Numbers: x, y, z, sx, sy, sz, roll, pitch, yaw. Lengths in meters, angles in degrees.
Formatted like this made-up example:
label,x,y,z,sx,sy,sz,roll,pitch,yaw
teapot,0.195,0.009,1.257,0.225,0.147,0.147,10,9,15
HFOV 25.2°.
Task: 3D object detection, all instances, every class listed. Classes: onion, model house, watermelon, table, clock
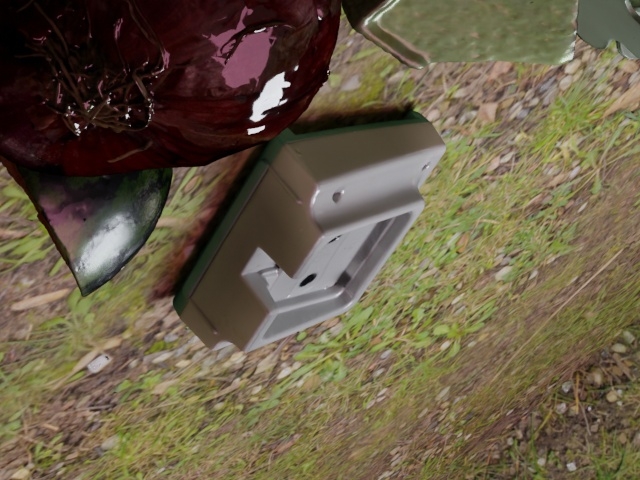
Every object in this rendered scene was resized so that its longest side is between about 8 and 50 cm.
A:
label,x,y,z,sx,sy,sz,roll,pitch,yaw
onion,-0.119,-0.146,0.952,0.281,0.281,0.221,-37,113,-2
model house,0.102,-0.262,1.146,0.189,0.195,0.214,-8,135,-7
watermelon,-0.180,-0.054,1.108,0.193,0.145,0.137,-4,144,-52
table,0.343,-0.292,1.407,0.198,0.166,0.166,-39,157,-12
clock,0.000,0.000,1.497,0.231,0.116,0.262,-12,147,-46
